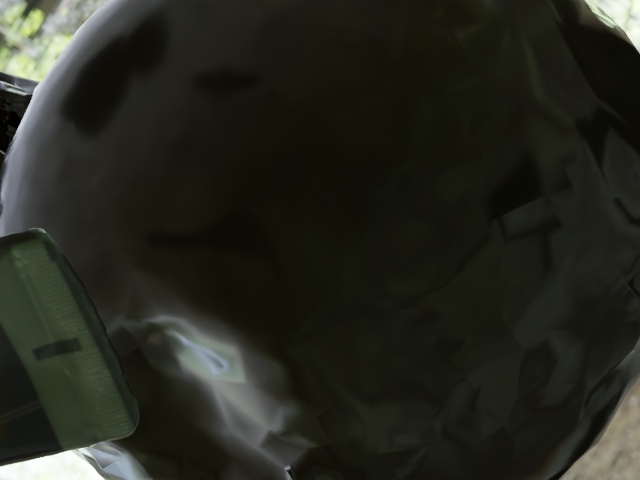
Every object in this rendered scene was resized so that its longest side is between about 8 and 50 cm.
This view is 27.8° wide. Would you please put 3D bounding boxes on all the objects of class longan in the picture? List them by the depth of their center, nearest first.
[{"bbox_3d":[0.007,0.003,0.816,0.436,0.404,0.404,-43,-167,17],"label":"longan"}]

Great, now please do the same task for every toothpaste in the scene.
[{"bbox_3d":[-0.267,0.088,0.490,0.392,0.098,0.061,-16,-148,4],"label":"toothpaste"}]

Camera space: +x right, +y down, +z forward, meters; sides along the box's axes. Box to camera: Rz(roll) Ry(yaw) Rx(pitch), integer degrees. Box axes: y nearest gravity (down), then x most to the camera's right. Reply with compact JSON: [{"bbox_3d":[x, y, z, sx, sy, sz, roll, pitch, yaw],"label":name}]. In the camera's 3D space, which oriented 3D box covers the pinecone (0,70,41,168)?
[{"bbox_3d":[-0.354,0.013,1.316,0.397,0.398,0.398,-56,-171,14],"label":"pinecone"}]
